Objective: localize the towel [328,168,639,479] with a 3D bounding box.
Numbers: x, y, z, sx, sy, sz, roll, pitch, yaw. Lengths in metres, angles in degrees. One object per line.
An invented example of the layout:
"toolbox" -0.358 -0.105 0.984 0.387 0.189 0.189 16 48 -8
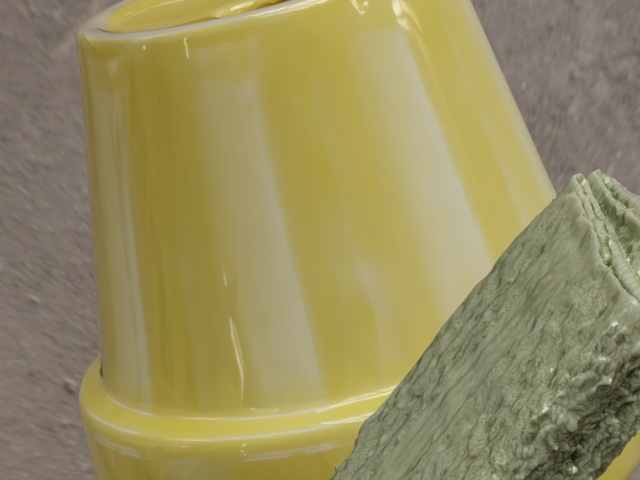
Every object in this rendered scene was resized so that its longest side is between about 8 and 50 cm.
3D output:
"towel" 0.037 0.052 0.477 0.027 0.110 0.148 35 101 -11

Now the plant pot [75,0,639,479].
"plant pot" 0.000 0.000 0.874 0.254 0.254 0.239 -15 106 1
